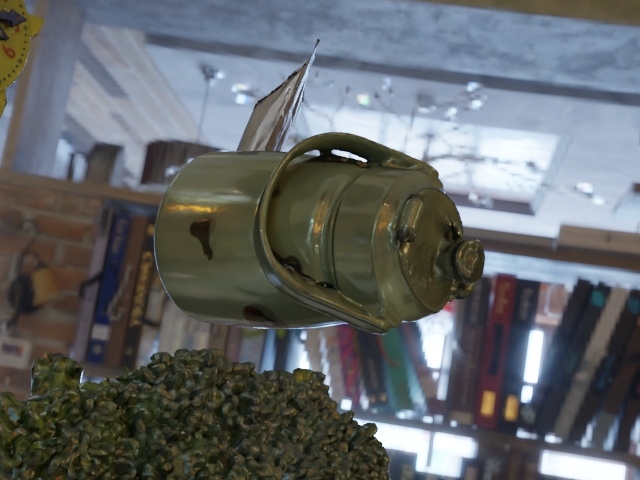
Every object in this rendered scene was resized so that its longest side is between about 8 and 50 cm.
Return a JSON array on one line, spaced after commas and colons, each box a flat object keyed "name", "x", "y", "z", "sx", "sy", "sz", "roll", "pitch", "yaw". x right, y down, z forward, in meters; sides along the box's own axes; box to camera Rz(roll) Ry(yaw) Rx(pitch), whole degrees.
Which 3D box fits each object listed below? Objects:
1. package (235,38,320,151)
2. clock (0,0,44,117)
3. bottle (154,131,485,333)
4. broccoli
[{"name": "package", "x": -0.069, "y": -0.136, "z": 1.515, "sx": 0.062, "sy": 0.204, "sz": 0.251, "roll": 26, "pitch": -31, "yaw": -12}, {"name": "clock", "x": -0.578, "y": -0.361, "z": 1.778, "sx": 0.071, "sy": 0.277, "sz": 0.293, "roll": -14, "pitch": -35, "yaw": 38}, {"name": "bottle", "x": 0.000, "y": 0.000, "z": 1.217, "sx": 0.352, "sy": 0.229, "sz": 0.229, "roll": 4, "pitch": -11, "yaw": 38}, {"name": "broccoli", "x": -0.092, "y": 0.255, "z": 0.898, "sx": 0.353, "sy": 0.275, "sz": 0.397, "roll": 38, "pitch": -42, "yaw": 12}]
